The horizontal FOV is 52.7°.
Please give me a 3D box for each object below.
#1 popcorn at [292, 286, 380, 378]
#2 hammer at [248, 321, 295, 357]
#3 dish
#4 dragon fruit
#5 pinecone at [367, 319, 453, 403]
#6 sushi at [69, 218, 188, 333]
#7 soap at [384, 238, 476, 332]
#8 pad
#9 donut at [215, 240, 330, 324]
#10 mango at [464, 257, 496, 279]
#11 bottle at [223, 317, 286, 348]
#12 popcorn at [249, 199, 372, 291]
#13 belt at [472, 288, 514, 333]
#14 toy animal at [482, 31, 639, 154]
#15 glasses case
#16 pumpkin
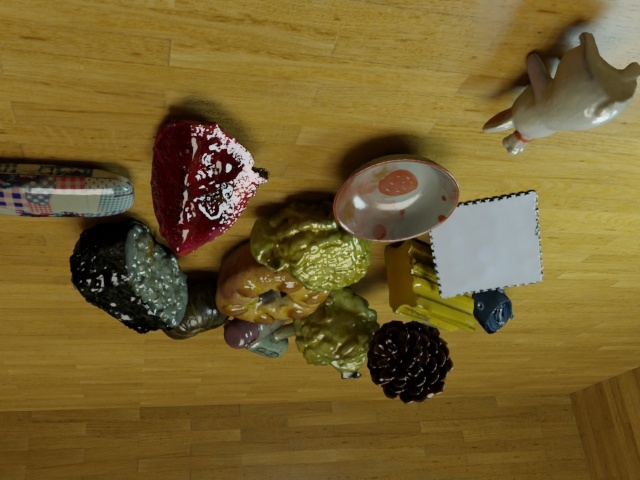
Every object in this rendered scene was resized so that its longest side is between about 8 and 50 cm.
[{"bbox_3d":[0.056,0.262,1.951,0.293,0.236,0.293,0,153,0],"label":"popcorn"},{"bbox_3d":[-0.108,0.301,2.164,0.306,0.113,0.202,-22,153,21],"label":"hammer"},{"bbox_3d":[0.153,-0.107,1.349,0.261,0.085,0.260,-3,143,-2],"label":"dish"},{"bbox_3d":[-0.207,-0.119,1.216,0.212,0.134,0.261,-4,122,-36],"label":"dragon fruit"},{"bbox_3d":[0.235,0.333,1.788,0.247,0.246,0.292,-14,163,18],"label":"pinecone"},{"bbox_3d":[-0.449,0.089,1.533,0.171,0.210,0.350,-7,149,14],"label":"sushi"},{"bbox_3d":[0.305,0.133,1.771,0.096,0.204,0.325,-21,150,36],"label":"soap"},{"bbox_3d":[0.407,0.016,1.591,0.269,0.012,0.269,-8,119,8],"label":"pad"},{"bbox_3d":[-0.130,0.111,1.695,0.318,0.150,0.299,-14,153,20],"label":"donut"},{"bbox_3d":[0.413,0.033,1.673,0.138,0.113,0.253,46,115,-5],"label":"mango"},{"bbox_3d":[-0.192,0.240,1.880,0.110,0.109,0.233,-21,-175,30],"label":"bottle"},{"bbox_3d":[0.000,0.000,1.480,0.286,0.173,0.225,25,127,-31],"label":"popcorn"},{"bbox_3d":[0.537,0.206,2.075,0.122,0.128,0.218,-37,151,-3],"label":"belt"},{"bbox_3d":[0.393,-0.242,1.105,0.141,0.138,0.282,16,171,-23],"label":"toy animal"},{"bbox_3d":[-0.535,-0.096,1.264,0.328,0.076,0.125,1,155,-13],"label":"glasses case"},{"bbox_3d":[-0.358,0.184,1.815,0.219,0.162,0.219,-25,172,-4],"label":"pumpkin"}]
